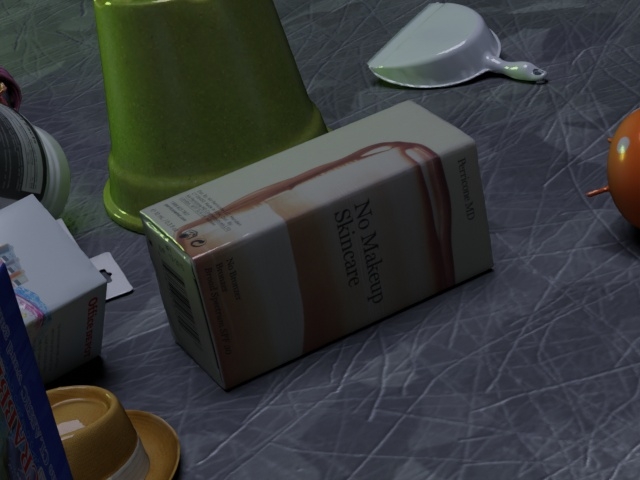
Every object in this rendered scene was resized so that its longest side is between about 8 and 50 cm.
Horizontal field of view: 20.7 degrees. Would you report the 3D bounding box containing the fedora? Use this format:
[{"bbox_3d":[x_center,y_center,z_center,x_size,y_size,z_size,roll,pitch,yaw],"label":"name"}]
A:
[{"bbox_3d":[-0.216,0.178,1.473,0.194,0.079,0.194,-10,28,6],"label":"fedora"}]

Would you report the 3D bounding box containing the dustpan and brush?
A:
[{"bbox_3d":[0.179,-0.220,2.080,0.211,0.060,0.147,9,45,46],"label":"dustpan and brush"}]

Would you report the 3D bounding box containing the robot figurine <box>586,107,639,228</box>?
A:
[{"bbox_3d":[0.363,-0.065,1.629,0.219,0.158,0.128,3,-3,26],"label":"robot figurine"}]

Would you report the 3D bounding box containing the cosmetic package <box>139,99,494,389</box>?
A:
[{"bbox_3d":[0.000,0.000,1.638,0.296,0.153,0.129,-25,32,-19],"label":"cosmetic package"}]

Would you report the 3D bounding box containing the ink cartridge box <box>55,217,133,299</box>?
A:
[{"bbox_3d":[-0.294,0.037,1.782,0.181,0.061,0.104,-20,29,-14],"label":"ink cartridge box"}]

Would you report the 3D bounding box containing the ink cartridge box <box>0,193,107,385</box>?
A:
[{"bbox_3d":[-0.303,0.069,1.614,0.176,0.128,0.127,-28,63,-29],"label":"ink cartridge box"}]

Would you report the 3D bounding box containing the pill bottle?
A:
[{"bbox_3d":[-0.378,-0.072,1.807,0.162,0.162,0.278,-3,-4,17],"label":"pill bottle"}]

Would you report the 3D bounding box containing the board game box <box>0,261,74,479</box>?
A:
[{"bbox_3d":[-0.235,0.228,1.137,0.066,0.318,0.318,-6,30,12],"label":"board game box"}]

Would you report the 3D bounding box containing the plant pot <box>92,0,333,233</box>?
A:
[{"bbox_3d":[-0.133,-0.180,1.911,0.276,0.254,0.276,-10,29,5],"label":"plant pot"}]

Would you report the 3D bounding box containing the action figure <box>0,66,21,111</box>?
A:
[{"bbox_3d":[-0.465,-0.163,2.147,0.370,0.248,0.276,13,10,41],"label":"action figure"}]
